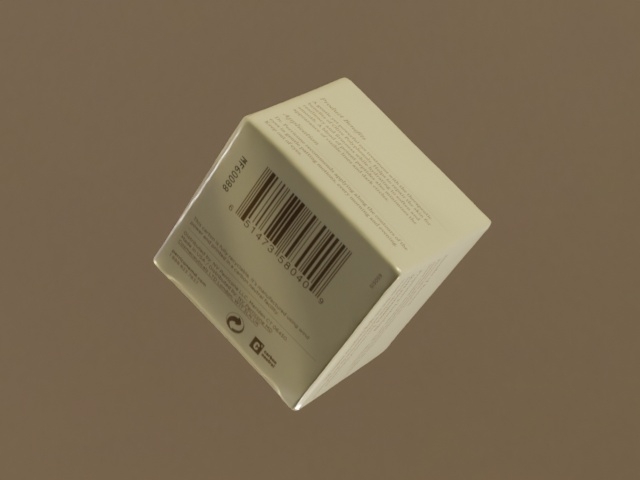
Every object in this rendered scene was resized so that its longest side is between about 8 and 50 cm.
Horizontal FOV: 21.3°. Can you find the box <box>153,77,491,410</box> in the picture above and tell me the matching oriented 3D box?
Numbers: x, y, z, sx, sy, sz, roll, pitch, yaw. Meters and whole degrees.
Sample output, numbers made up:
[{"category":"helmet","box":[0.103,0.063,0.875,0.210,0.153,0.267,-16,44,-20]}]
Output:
[{"category":"box","box":[0.000,0.000,0.781,0.101,0.087,0.102,46,-53,12]}]
